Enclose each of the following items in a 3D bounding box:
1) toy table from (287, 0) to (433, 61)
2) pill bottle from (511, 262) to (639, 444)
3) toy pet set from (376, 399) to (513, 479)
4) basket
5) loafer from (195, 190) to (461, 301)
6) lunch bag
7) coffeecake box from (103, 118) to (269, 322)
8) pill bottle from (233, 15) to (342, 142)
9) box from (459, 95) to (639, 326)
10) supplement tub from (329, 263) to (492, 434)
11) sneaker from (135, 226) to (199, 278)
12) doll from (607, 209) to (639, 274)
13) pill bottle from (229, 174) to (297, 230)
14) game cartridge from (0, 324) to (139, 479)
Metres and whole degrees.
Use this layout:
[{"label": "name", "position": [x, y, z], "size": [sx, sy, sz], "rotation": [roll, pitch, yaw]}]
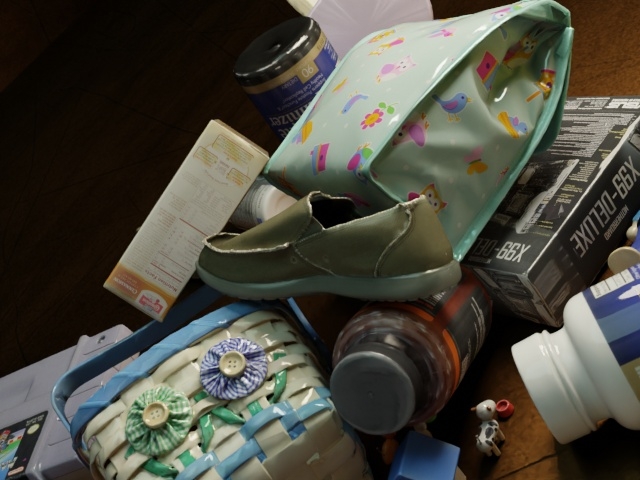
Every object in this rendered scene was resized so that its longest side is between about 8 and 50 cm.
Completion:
[{"label": "toy table", "position": [0.057, -0.271, 1.262], "size": [0.274, 0.252, 0.161], "rotation": [-51, 15, 34]}, {"label": "pill bottle", "position": [0.246, 0.076, 0.687], "size": [0.186, 0.112, 0.112], "rotation": [-29, 31, 13]}, {"label": "toy pet set", "position": [0.086, 0.166, 0.772], "size": [0.122, 0.065, 0.114], "rotation": [-14, 37, 34]}, {"label": "basket", "position": [-0.098, 0.150, 0.846], "size": [0.254, 0.201, 0.289], "rotation": [-35, 37, -11]}, {"label": "loafer", "position": [0.000, 0.000, 0.780], "size": [0.251, 0.088, 0.094], "rotation": [-1, 10, 31]}, {"label": "lunch bag", "position": [0.103, -0.120, 0.894], "size": [0.262, 0.160, 0.223], "rotation": [-53, 25, -16]}, {"label": "coffeecake box", "position": [-0.128, -0.025, 0.914], "size": [0.186, 0.068, 0.142], "rotation": [-56, 8, 4]}, {"label": "pill bottle", "position": [-0.003, -0.163, 1.171], "size": [0.122, 0.219, 0.123], "rotation": [-27, 31, 18]}, {"label": "box", "position": [0.178, -0.047, 0.964], "size": [0.307, 0.076, 0.242], "rotation": [10, 53, 52]}, {"label": "supplement tub", "position": [0.076, 0.089, 0.783], "size": [0.106, 0.106, 0.198], "rotation": [-19, 7, 27]}, {"label": "sneaker", "position": [-0.191, 0.008, 1.302], "size": [0.071, 0.066, 0.188], "rotation": [-32, 31, -28]}, {"label": "doll", "position": [0.313, -0.031, 0.801], "size": [0.129, 0.046, 0.189], "rotation": [-40, 2, 42]}, {"label": "pill bottle", "position": [-0.080, -0.048, 1.232], "size": [0.078, 0.078, 0.137], "rotation": [-49, 33, -20]}, {"label": "game cartridge", "position": [-0.402, 0.252, 1.170], "size": [0.355, 0.068, 0.230], "rotation": [-24, 28, 21]}]
